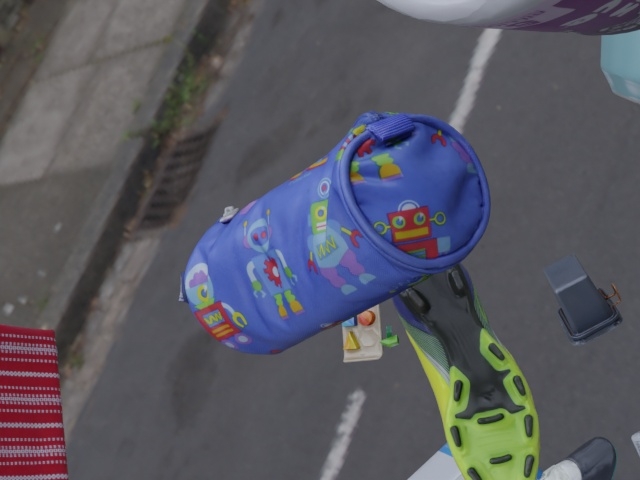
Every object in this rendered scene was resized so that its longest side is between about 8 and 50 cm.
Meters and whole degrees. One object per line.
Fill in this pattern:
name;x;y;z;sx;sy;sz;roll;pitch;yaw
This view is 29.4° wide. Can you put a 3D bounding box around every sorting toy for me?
sorting toy;0.047;0.087;1.195;0.083;0.012;0.062;-12;75;50

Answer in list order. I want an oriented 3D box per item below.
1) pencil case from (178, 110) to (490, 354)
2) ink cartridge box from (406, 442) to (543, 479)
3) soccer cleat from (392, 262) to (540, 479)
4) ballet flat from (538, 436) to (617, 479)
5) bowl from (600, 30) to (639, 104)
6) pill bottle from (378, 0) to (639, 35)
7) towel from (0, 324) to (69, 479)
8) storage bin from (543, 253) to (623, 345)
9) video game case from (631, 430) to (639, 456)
pencil case;0.000;0.000;0.955;0.119;0.133;0.306;-26;-3;-34
ink cartridge box;0.176;0.418;1.578;0.307;0.223;0.129;-41;10;-11
soccer cleat;0.149;0.132;1.236;0.093;0.121;0.289;-21;68;1
ballet flat;0.275;0.316;1.436;0.203;0.074;0.074;-62;26;21
bowl;0.462;-0.223;1.464;0.311;0.311;0.163;43;115;60
pill bottle;0.138;-0.196;0.659;0.169;0.301;0.169;6;100;34
towel;-0.354;0.216;1.318;0.031;0.199;0.275;-27;64;36
storage bin;0.392;0.080;1.838;0.098;0.091;0.135;-29;16;9
video game case;0.395;0.259;1.223;0.019;0.157;0.143;-26;1;-30
